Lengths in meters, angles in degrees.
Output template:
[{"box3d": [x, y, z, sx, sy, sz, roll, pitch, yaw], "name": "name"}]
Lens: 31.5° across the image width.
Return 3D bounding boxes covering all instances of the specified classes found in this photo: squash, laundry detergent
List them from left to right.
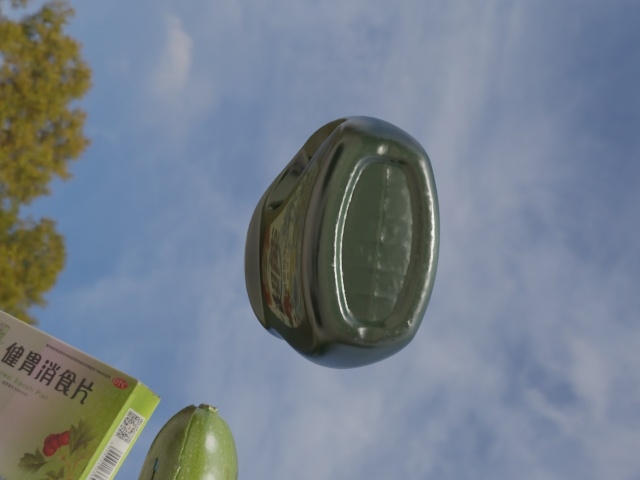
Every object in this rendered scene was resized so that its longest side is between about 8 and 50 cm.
[{"box3d": [-0.128, 0.284, 0.846, 0.094, 0.094, 0.341, -28, -138, 48], "name": "squash"}, {"box3d": [0.000, 0.000, 0.697, 0.222, 0.078, 0.144, -178, -87, -74], "name": "laundry detergent"}]

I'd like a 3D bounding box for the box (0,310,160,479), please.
[{"box3d": [-0.348, 0.211, 1.397, 0.260, 0.062, 0.175, 20, -108, 30], "name": "box"}]
